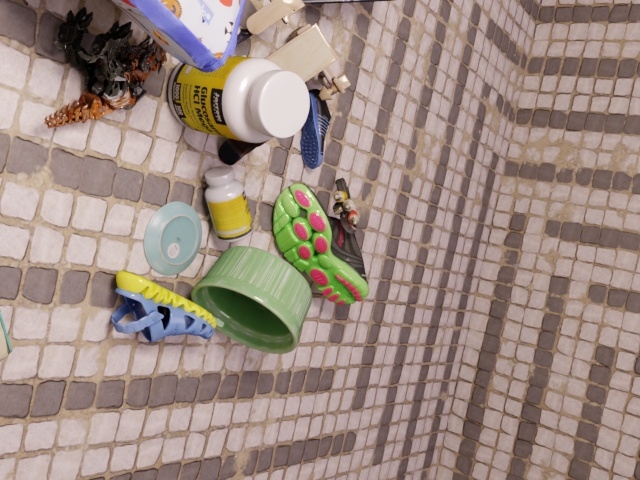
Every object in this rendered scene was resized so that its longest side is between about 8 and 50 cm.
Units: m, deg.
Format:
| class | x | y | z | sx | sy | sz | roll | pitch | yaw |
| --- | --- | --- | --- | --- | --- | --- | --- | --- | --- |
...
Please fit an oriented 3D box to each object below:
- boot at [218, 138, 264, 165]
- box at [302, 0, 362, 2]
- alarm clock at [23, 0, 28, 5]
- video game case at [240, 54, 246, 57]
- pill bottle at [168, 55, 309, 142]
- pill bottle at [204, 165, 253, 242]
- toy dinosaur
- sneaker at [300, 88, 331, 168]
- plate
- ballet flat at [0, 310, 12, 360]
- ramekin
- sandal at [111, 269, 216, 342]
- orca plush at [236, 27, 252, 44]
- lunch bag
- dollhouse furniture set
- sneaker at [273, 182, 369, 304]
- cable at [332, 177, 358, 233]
| class | x | y | z | sx | sy | sz | roll | pitch | yaw |
| --- | --- | --- | --- | --- | --- | --- | --- | --- | --- |
| boot | -0.167 | -0.279 | 1.760 | 0.082 | 0.219 | 0.106 | 53 | 42 | -9 |
| box | 0.057 | -0.851 | 1.864 | 0.293 | 0.212 | 0.396 | -25 | 121 | -48 |
| alarm clock | -0.587 | -0.515 | 1.227 | 0.192 | 0.064 | 0.129 | 21 | 84 | -51 |
| video game case | -0.223 | -0.380 | 1.790 | 0.143 | 0.019 | 0.157 | -44 | 132 | -38 |
| pill bottle | -0.186 | -0.325 | 1.571 | 0.188 | 0.334 | 0.188 | -16 | 114 | -40 |
| pill bottle | -0.240 | -0.095 | 1.780 | 0.103 | 0.103 | 0.184 | -40 | 131 | -40 |
| toy dinosaur | -0.433 | -0.341 | 1.421 | 0.218 | 0.164 | 0.322 | 83 | 16 | -50 |
| sneaker | -0.007 | -0.332 | 2.044 | 0.090 | 0.081 | 0.232 | -22 | 117 | -43 |
| plate | -0.359 | -0.003 | 1.717 | 0.188 | 0.024 | 0.188 | -21 | 117 | -50 |
| ballet flat | -0.651 | 0.124 | 1.322 | 0.086 | 0.086 | 0.249 | -22 | 118 | -49 |
| ramekin | -0.169 | 0.151 | 1.796 | 0.148 | 0.303 | 0.303 | -62 | 142 | -32 |
| sandal | -0.387 | 0.185 | 1.665 | 0.317 | 0.126 | 0.138 | 33 | 77 | -44 |
| orca plush | -0.228 | -0.618 | 1.646 | 0.287 | 0.151 | 0.102 | 58 | 23 | -43 |
| lunch bag | -0.318 | -0.525 | 1.284 | 0.239 | 0.385 | 0.328 | -34 | 141 | 15 |
| dollhouse furniture set | -0.083 | -0.499 | 1.857 | 0.173 | 0.355 | 0.303 | -34 | 106 | 2 |
| sneaker | 0.000 | 0.000 | 2.116 | 0.202 | 0.185 | 0.483 | -86 | 154 | -46 |
| cable | 0.090 | -0.116 | 2.117 | 0.139 | 0.072 | 0.287 | 57 | 19 | -13 |
